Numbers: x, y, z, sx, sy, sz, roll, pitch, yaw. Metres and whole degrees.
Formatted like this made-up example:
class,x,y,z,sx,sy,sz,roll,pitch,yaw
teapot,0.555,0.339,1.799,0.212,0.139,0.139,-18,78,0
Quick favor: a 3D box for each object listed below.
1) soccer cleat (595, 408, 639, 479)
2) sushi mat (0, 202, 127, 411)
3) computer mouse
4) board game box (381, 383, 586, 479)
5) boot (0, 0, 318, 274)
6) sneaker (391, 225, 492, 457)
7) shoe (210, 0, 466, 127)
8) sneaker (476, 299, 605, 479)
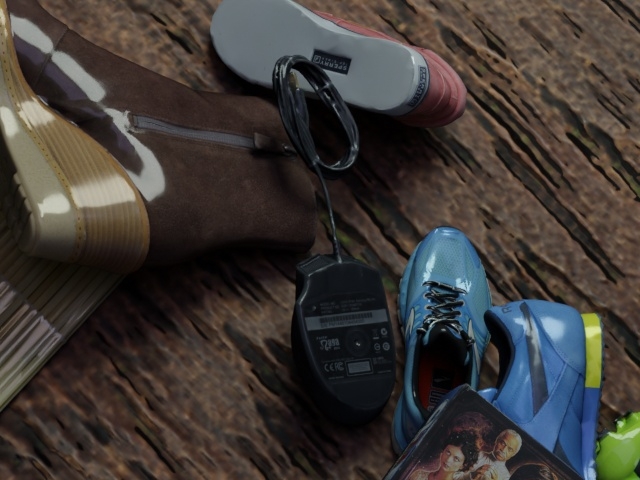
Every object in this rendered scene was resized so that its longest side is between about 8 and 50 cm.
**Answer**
class,x,y,z,sx,sy,sz,roll,pitch,yaw
soccer cleat,0.247,0.112,1.255,0.179,0.060,0.072,-36,83,-14
sushi mat,-0.261,0.066,1.237,0.151,0.019,0.316,37,66,10
computer mouse,0.000,0.000,1.259,0.071,0.041,0.242,-2,77,-31
board game box,0.124,0.219,1.115,0.243,0.042,0.165,39,64,-1
boot,-0.127,-0.086,1.292,0.207,0.090,0.248,-3,58,-33
sneaker,0.082,0.062,1.247,0.063,0.073,0.162,5,64,-4
shoe,0.012,-0.119,1.337,0.178,0.081,0.063,21,93,33
sneaker,0.128,0.138,1.209,0.082,0.069,0.209,6,72,-9
